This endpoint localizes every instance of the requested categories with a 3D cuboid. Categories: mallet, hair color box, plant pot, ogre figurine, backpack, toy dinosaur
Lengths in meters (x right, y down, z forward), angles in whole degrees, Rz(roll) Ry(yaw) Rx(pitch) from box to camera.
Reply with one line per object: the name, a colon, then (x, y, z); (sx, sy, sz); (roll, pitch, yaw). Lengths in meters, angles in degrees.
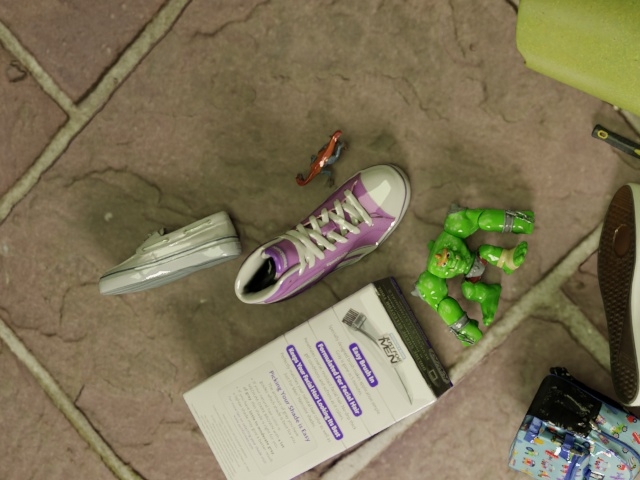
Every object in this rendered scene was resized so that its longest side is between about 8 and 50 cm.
mallet: (0.448, -0.111, 1.750); (0.189, 0.039, 0.062); (36, 107, 16)
hair color box: (-0.006, 0.212, 1.898); (0.339, 0.110, 0.185); (-31, 84, 21)
plant pot: (0.391, -0.271, 1.650); (0.254, 0.276, 0.276); (21, 102, 27)
ogre figurine: (0.202, 0.036, 1.820); (0.118, 0.097, 0.197); (23, 119, -3)
backpack: (0.348, 0.268, 1.755); (0.173, 0.158, 0.117); (26, 63, 10)
toy dinosaur: (-0.004, -0.114, 1.886); (0.082, 0.090, 0.047); (-44, 62, -14)

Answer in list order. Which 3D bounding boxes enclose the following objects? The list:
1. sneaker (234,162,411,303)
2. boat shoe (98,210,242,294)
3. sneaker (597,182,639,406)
sneaker: (0.000, 0.001, 1.846); (0.282, 0.161, 0.102); (-42, 80, 17)
boat shoe: (-0.226, 0.018, 1.976); (0.226, 0.083, 0.076); (-17, 78, 8)
sneaker: (0.440, 0.069, 1.753); (0.123, 0.106, 0.290); (-1, 86, -18)
